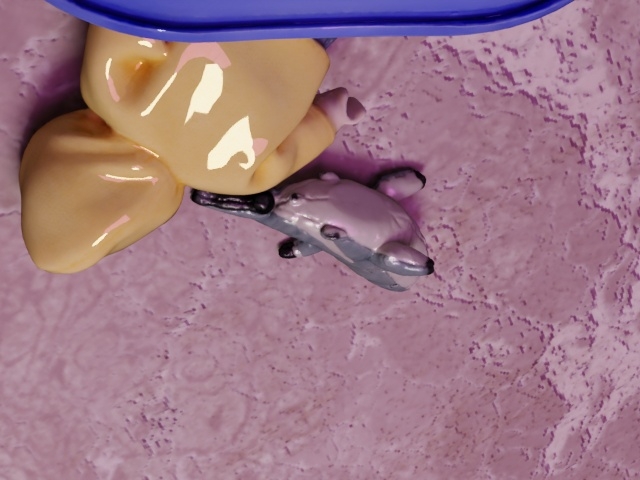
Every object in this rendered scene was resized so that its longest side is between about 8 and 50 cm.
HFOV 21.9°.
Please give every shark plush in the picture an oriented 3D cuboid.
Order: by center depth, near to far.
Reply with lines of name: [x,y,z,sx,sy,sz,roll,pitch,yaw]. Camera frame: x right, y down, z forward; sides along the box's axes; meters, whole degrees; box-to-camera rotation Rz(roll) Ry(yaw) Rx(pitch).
shark plush: [0.000,0.000,0.988,0.161,0.073,0.067,3,149,-33]

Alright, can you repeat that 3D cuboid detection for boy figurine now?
boy figurine: [-0.051,-0.093,0.876,0.177,0.092,0.285,31,105,-37]

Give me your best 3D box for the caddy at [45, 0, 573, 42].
caddy: [-0.002,-0.211,0.710,0.341,0.241,0.179,-2,159,-9]
